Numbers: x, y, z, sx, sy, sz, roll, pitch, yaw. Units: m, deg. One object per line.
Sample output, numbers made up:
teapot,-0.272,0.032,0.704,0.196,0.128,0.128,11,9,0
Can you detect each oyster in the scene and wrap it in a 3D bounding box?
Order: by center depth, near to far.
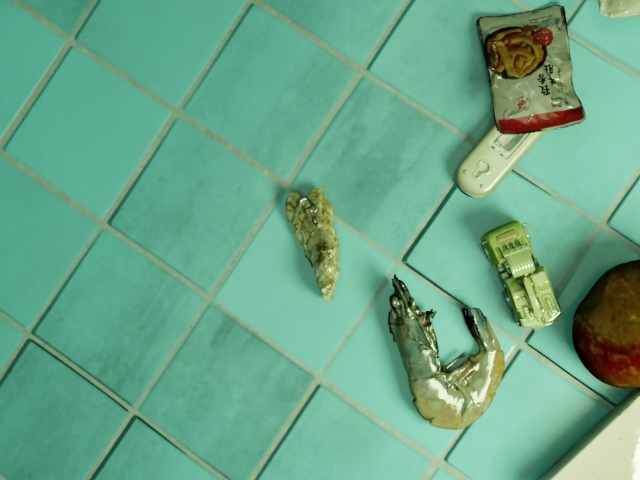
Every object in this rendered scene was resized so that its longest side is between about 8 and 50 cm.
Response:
oyster,0.000,-0.001,1.866,0.106,0.061,0.200,-34,83,4

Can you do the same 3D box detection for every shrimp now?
shrimp,0.221,0.181,1.822,0.178,0.075,0.289,-18,84,-1

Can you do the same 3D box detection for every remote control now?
remote control,0.321,-0.167,1.835,0.078,0.042,0.221,42,92,7

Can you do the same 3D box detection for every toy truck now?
toy truck,0.342,0.061,1.784,0.085,0.116,0.191,-23,85,5

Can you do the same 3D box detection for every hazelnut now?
hazelnut,0.531,0.136,1.726,0.234,0.218,0.218,-24,84,25

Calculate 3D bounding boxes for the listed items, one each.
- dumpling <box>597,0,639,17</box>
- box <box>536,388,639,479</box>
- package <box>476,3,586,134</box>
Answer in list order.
dumpling,0.544,-0.461,1.784,0.176,0.092,0.150,-39,77,34
box,0.517,0.399,1.747,0.252,0.106,0.203,-45,83,3
package,0.361,-0.294,1.814,0.154,0.030,0.239,-8,70,5
